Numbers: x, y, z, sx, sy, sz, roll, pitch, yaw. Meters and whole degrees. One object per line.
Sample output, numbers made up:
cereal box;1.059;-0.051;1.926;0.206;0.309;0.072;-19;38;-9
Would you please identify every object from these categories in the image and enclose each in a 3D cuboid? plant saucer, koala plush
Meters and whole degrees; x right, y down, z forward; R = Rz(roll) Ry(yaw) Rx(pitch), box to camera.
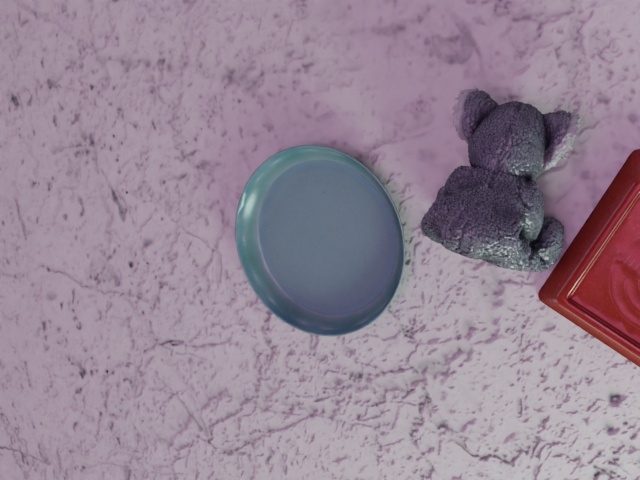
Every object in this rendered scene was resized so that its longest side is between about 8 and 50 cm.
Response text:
plant saucer;0.454;0.054;1.021;0.258;0.048;0.259;36;118;19
plant saucer;0.000;0.000;1.275;0.317;0.044;0.317;7;105;28
koala plush;0.243;-0.086;1.040;0.196;0.203;0.221;22;100;24
